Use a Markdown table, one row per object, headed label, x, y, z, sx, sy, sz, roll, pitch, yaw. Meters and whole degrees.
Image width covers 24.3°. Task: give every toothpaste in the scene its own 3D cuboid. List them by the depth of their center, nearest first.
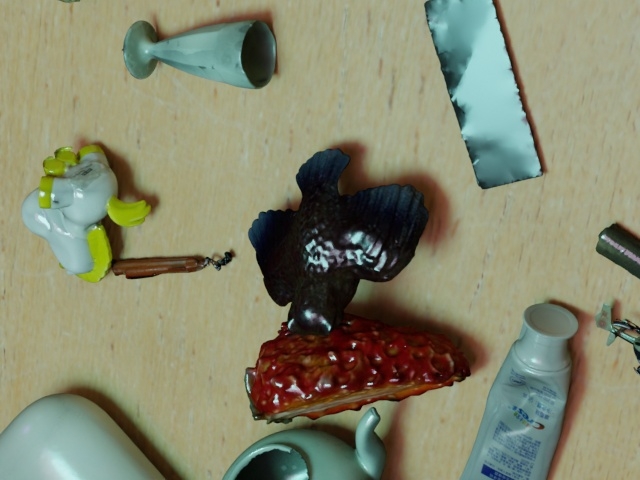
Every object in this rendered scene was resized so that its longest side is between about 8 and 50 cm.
| label | x | y | z | sx | sy | sz | roll | pitch | yaw |
| --- | --- | --- | --- | --- | --- | --- | --- | --- | --- |
| toothpaste | 0.209 | 0.186 | 1.550 | 0.096 | 0.061 | 0.266 | 23 | 125 | 18 |

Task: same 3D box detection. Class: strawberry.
| label | x | y | z | sx | sy | sz | roll | pitch | yaw |
| --- | --- | --- | --- | --- | --- | --- | --- | --- | --- |
| strawberry | 0.034 | 0.120 | 1.569 | 0.236 | 0.190 | 0.111 | -12 | 76 | 7 |

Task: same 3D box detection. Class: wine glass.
| label | x | y | z | sx | sy | sz | roll | pitch | yaw |
| --- | --- | --- | --- | --- | --- | --- | --- | --- | --- |
| wine glass | -0.127 | -0.198 | 1.573 | 0.155 | 0.073 | 0.073 | 6 | 111 | 31 |

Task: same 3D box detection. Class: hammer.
| label | x | y | z | sx | sy | sz | roll | pitch | yaw |
| --- | --- | --- | --- | --- | --- | --- | --- | --- | --- |
| hammer | 0.391 | 0.078 | 1.420 | 0.297 | 0.027 | 0.125 | 35 | 122 | 14 |

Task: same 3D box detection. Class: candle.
| label | x | y | z | sx | sy | sz | roll | pitch | yaw |
| --- | --- | --- | --- | --- | --- | --- | --- | --- | --- |
| candle | -0.170 | 0.030 | 1.710 | 0.167 | 0.021 | 0.026 | -4 | 78 | 31 |

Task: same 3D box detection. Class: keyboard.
| label | x | y | z | sx | sy | sz | roll | pitch | yaw |
| --- | --- | --- | --- | --- | --- | --- | --- | --- | --- |
| keyboard | 0.161 | -0.149 | 1.466 | 0.074 | 0.015 | 0.197 | -13 | 103 | 28 |

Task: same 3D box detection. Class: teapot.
| label | x | y | z | sx | sy | sz | roll | pitch | yaw |
| --- | --- | --- | --- | --- | --- | --- | --- | --- | --- |
| teapot | -0.034 | 0.296 | 1.634 | 0.294 | 0.129 | 0.193 | -35 | 46 | 5 |

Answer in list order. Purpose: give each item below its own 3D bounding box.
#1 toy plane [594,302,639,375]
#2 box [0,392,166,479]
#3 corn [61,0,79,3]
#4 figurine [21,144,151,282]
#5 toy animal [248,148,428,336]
| label | x | y | z | sx | sy | sz | roll | pitch | yaw |
| --- | --- | --- | --- | --- | --- | --- | --- | --- | --- |
| toy plane | 0.321 | 0.106 | 1.459 | 0.120 | 0.031 | 0.049 | 29 | 132 | 23 |
| box | -0.284 | 0.374 | 1.833 | 0.349 | 0.141 | 0.289 | 48 | 122 | 5 |
| corn | -0.342 | -0.399 | 1.602 | 0.097 | 0.097 | 0.320 | -31 | 94 | 34 |
| figurine | -0.282 | -0.022 | 1.715 | 0.129 | 0.109 | 0.178 | 38 | 133 | -1 |
| toy animal | -0.001 | 0.007 | 1.519 | 0.218 | 0.179 | 0.116 | -10 | 129 | 31 |
